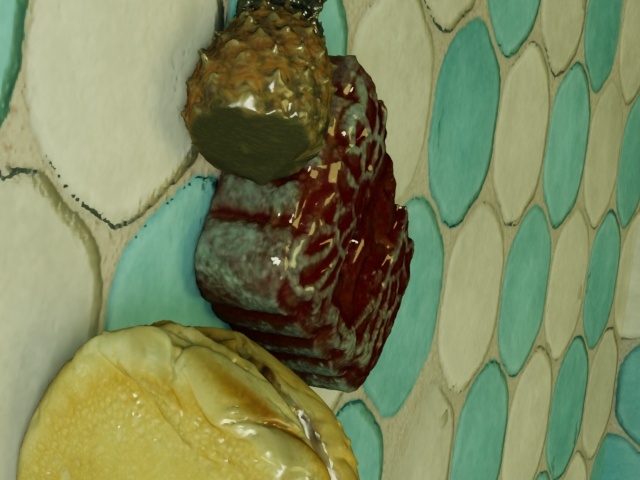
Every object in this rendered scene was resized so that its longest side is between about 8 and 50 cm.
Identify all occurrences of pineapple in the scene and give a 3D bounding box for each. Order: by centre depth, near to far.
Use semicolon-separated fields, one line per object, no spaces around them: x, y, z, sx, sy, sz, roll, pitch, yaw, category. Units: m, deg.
-0.033;-0.138;0.951;0.108;0.108;0.198;67;28;-49;pineapple

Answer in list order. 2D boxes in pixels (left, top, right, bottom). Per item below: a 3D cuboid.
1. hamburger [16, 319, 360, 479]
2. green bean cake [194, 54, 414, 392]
-0.082;0.150;0.802;0.108;0.213;0.214;5;94;-62;hamburger
0.000;0.000;1.055;0.198;0.097;0.233;-69;152;-25;green bean cake
